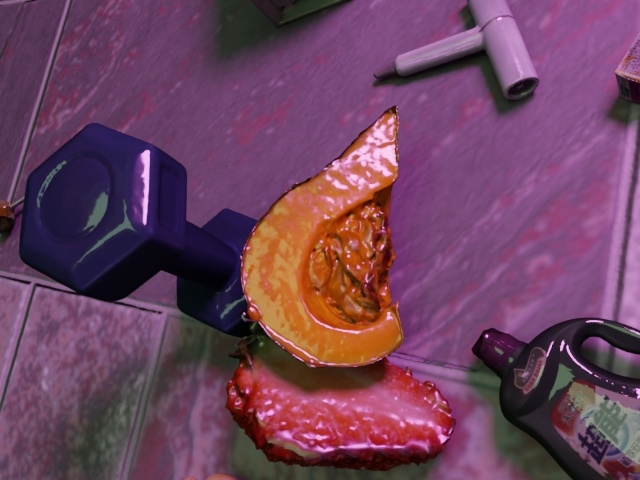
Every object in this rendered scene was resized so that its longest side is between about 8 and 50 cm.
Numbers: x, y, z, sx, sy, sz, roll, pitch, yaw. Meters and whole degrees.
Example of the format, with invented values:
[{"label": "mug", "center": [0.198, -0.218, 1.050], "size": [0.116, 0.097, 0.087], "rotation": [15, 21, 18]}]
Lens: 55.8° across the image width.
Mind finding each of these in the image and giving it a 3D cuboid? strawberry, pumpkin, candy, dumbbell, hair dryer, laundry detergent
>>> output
[{"label": "strawberry", "center": [0.006, 0.182, 0.648], "size": [0.175, 0.107, 0.236], "rotation": [-33, 58, -27]}, {"label": "pumpkin", "center": [0.000, -0.002, 0.654], "size": [0.163, 0.111, 0.278], "rotation": [2, 77, -3]}, {"label": "candy", "center": [-0.491, -0.076, 1.021], "size": [0.202, 0.061, 0.061], "rotation": [-29, 64, 10]}, {"label": "dumbbell", "center": [-0.148, 0.009, 0.641], "size": [0.160, 0.325, 0.144], "rotation": [-40, 65, 7]}, {"label": "hair dryer", "center": [0.145, -0.206, 0.713], "size": [0.183, 0.044, 0.155], "rotation": [-25, 64, 26]}, {"label": "laundry detergent", "center": [0.242, 0.135, 0.541], "size": [0.221, 0.078, 0.144], "rotation": [36, 93, 33]}]

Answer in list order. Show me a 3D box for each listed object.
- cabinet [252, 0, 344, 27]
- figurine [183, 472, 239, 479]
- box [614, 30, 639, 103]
[{"label": "cabinet", "center": [-0.046, -0.431, 0.813], "size": [0.150, 0.145, 0.206], "rotation": [-10, 72, 25]}, {"label": "figurine", "center": [-0.074, 0.318, 0.668], "size": [0.187, 0.083, 0.083], "rotation": [29, 91, 22]}, {"label": "box", "center": [0.361, -0.233, 0.591], "size": [0.041, 0.050, 0.207], "rotation": [32, 93, 35]}]
